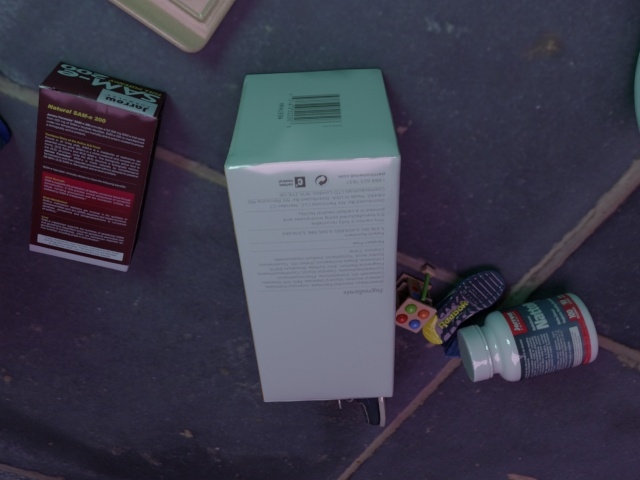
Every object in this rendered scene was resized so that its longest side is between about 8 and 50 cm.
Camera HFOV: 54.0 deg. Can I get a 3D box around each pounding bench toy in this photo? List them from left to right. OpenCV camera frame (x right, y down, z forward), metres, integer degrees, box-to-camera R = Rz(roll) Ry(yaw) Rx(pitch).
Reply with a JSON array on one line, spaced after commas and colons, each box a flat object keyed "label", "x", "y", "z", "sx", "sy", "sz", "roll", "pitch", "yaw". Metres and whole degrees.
[{"label": "pounding bench toy", "x": 0.140, "y": 0.083, "z": 0.918, "sx": 0.052, "sy": 0.065, "sz": 0.083, "roll": 24, "pitch": 123, "yaw": -18}]

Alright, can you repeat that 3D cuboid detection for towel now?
[{"label": "towel", "x": 0.260, "y": 0.169, "z": 1.009, "sx": 0.119, "sy": 0.029, "sz": 0.067, "roll": 15, "pitch": 125, "yaw": -12}]

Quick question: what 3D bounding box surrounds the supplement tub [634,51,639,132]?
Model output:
[{"label": "supplement tub", "x": 0.501, "y": -0.171, "z": 0.653, "sx": 0.272, "sy": 0.191, "sz": 0.191, "roll": -5, "pitch": 127, "yaw": 2}]

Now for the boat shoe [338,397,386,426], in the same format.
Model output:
[{"label": "boat shoe", "x": 0.059, "y": 0.202, "z": 0.987, "sx": 0.079, "sy": 0.095, "sz": 0.255, "roll": -9, "pitch": 130, "yaw": 5}]

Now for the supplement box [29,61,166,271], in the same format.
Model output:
[{"label": "supplement box", "x": -0.279, "y": -0.082, "z": 0.778, "sx": 0.130, "sy": 0.073, "sz": 0.239, "roll": 14, "pitch": 127, "yaw": -13}]

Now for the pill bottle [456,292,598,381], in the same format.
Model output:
[{"label": "pill bottle", "x": 0.302, "y": 0.149, "z": 0.932, "sx": 0.180, "sy": 0.108, "sz": 0.108, "roll": -14, "pitch": 127, "yaw": -1}]

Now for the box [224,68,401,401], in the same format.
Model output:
[{"label": "box", "x": 0.000, "y": 0.000, "z": 0.759, "sx": 0.168, "sy": 0.215, "sz": 0.345, "roll": -3, "pitch": 127, "yaw": 1}]

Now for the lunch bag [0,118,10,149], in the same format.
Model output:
[{"label": "lunch bag", "x": -0.523, "y": -0.156, "z": 0.561, "sx": 0.238, "sy": 0.328, "sz": 0.386, "roll": -11, "pitch": 128, "yaw": 5}]

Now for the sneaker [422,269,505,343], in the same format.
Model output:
[{"label": "sneaker", "x": 0.210, "y": 0.093, "z": 0.940, "sx": 0.144, "sy": 0.059, "sz": 0.053, "roll": -40, "pitch": 87, "yaw": 9}]

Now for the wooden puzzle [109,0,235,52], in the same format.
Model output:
[{"label": "wooden puzzle", "x": -0.150, "y": -0.340, "z": 0.609, "sx": 0.221, "sy": 0.044, "sz": 0.239, "roll": 31, "pitch": 116, "yaw": -22}]
